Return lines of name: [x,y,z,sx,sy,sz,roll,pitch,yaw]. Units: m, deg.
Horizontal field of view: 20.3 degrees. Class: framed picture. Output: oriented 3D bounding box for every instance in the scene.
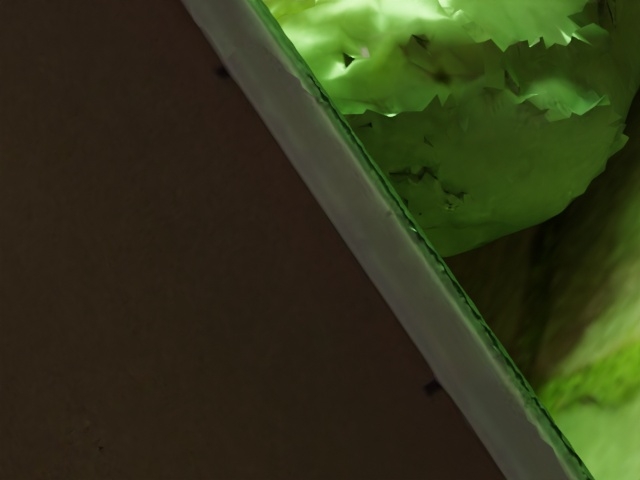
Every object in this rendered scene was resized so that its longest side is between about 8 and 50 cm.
framed picture: [-0.070,0.026,0.455,0.231,0.293,0.018,-42,-16,32]

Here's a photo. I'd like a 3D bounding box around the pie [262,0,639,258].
pie: [-0.041,-0.139,0.631,0.418,0.180,0.395,10,56,34]
